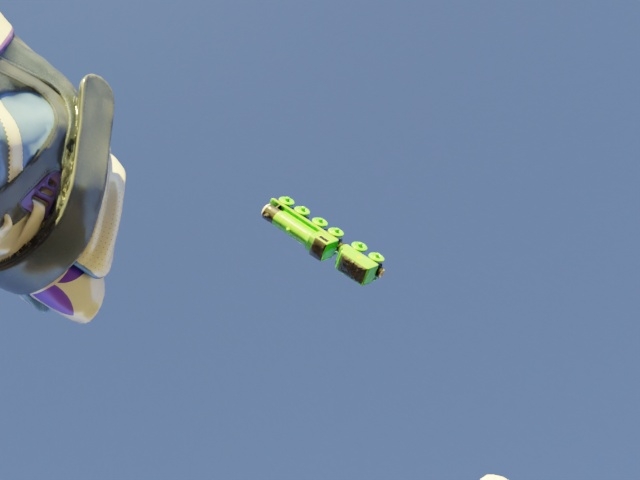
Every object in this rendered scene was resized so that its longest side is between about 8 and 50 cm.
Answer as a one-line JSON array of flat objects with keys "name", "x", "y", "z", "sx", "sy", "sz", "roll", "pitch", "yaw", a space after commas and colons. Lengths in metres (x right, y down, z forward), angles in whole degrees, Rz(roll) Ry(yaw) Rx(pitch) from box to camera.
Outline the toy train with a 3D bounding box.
[{"name": "toy train", "x": 0.000, "y": 0.000, "z": 0.843, "sx": 0.083, "sy": 0.023, "sz": 0.017, "roll": 32, "pitch": -61, "yaw": 25}]

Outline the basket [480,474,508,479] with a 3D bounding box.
[{"name": "basket", "x": 0.225, "y": 0.438, "z": 1.285, "sx": 0.266, "sy": 0.331, "sz": 0.328, "roll": 15, "pitch": -71, "yaw": -4}]

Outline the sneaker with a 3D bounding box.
[{"name": "sneaker", "x": -0.238, "y": -0.007, "z": 1.064, "sx": 0.130, "sy": 0.323, "sz": 0.236, "roll": -23, "pitch": -63, "yaw": 29}]
